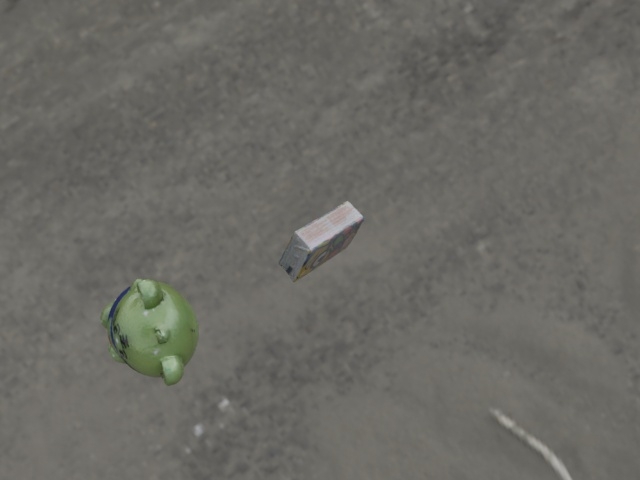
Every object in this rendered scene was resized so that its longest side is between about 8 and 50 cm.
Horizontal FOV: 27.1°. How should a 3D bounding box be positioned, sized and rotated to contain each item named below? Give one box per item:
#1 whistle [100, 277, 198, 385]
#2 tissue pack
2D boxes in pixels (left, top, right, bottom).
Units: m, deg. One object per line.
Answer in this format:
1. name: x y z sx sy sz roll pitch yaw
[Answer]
1. whistle: -0.175 0.087 1.344 0.085 0.105 0.227 -16 4 -13
2. tissue pack: 0.000 0.000 1.396 0.083 0.035 0.063 -33 -18 -37
